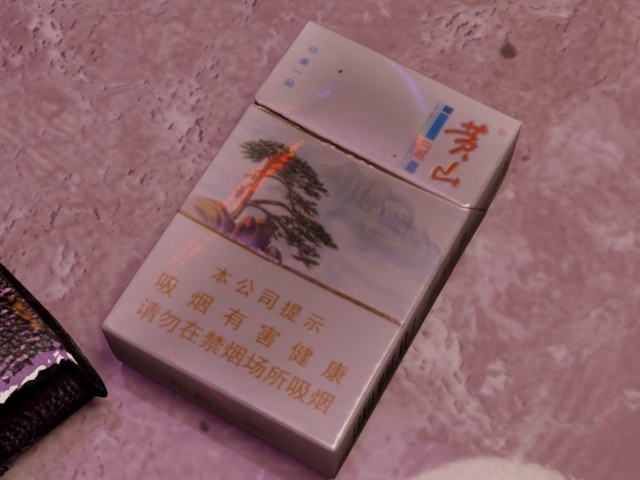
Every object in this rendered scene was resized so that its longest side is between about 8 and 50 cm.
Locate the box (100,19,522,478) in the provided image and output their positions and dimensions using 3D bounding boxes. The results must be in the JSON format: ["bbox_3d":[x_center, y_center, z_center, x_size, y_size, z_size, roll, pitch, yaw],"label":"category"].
[{"bbox_3d":[0.001,-0.001,0.711,0.149,0.067,0.233,27,68,10],"label":"box"}]

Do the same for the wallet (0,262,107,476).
[{"bbox_3d":[-0.282,0.061,0.680,0.221,0.071,0.262,-41,66,-16],"label":"wallet"}]
